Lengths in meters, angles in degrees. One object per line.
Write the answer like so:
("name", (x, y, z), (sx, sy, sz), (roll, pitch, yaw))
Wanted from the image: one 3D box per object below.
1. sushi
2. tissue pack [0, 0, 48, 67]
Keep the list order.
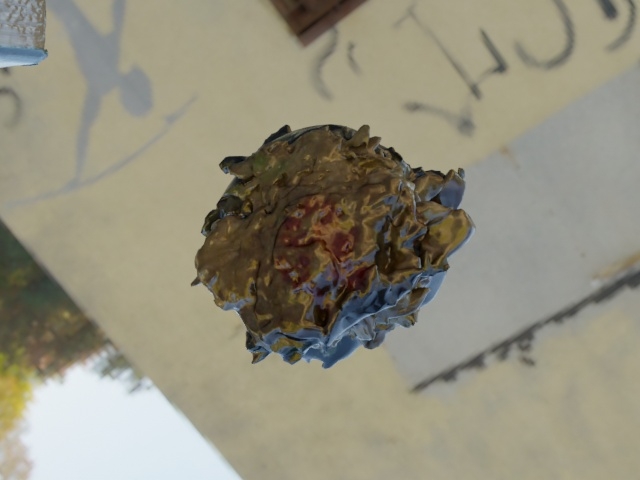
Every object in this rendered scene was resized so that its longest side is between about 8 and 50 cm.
("sushi", (-0.001, 0.000, 1.181), (0.238, 0.225, 0.219), (-59, 173, 5))
("tissue pack", (-0.439, -0.252, 1.434), (0.192, 0.134, 0.271), (-2, -177, 21))
